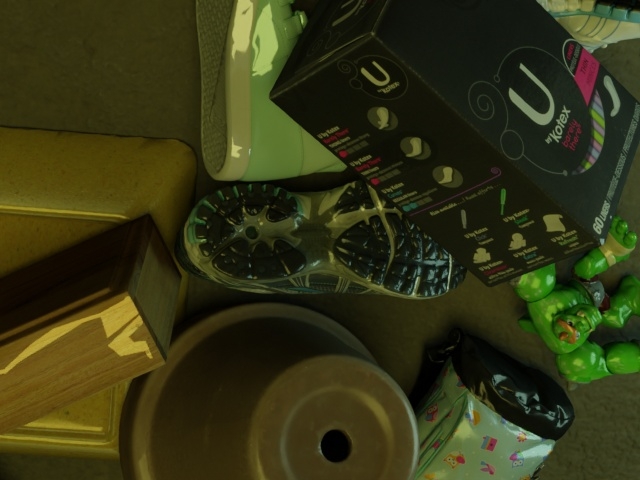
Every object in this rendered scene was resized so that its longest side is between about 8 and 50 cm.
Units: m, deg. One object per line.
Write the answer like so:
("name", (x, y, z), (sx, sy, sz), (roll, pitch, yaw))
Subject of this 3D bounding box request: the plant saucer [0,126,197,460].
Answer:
("plant saucer", (-0.290, 0.065, 1.366), (0.333, 0.081, 0.333), (4, 109, -5))

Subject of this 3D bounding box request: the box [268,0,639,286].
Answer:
("box", (0.120, -0.114, 1.237), (0.270, 0.165, 0.143), (39, 143, -21))

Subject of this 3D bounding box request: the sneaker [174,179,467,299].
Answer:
("sneaker", (0.000, 0.000, 1.352), (0.283, 0.122, 0.110), (6, 78, -24))

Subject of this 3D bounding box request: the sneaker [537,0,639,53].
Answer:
("sneaker", (0.221, -0.184, 1.311), (0.191, 0.071, 0.083), (5, 116, 5))

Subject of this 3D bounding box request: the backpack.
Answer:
("backpack", (0.138, 0.195, 1.411), (0.152, 0.115, 0.182), (32, 108, -15))

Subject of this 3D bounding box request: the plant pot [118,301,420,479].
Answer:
("plant pot", (-0.025, 0.173, 1.288), (0.263, 0.229, 0.263), (3, 82, -19))

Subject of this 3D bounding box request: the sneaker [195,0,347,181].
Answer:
("sneaker", (-0.025, -0.179, 1.298), (0.151, 0.094, 0.256), (0, 95, -29))

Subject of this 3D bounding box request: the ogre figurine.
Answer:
("ogre figurine", (0.249, 0.057, 1.382), (0.118, 0.097, 0.197), (-33, 124, -9))

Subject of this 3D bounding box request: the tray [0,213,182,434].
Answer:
("tray", (-0.321, 0.114, 1.232), (0.411, 0.203, 0.076), (-23, 108, 6))
